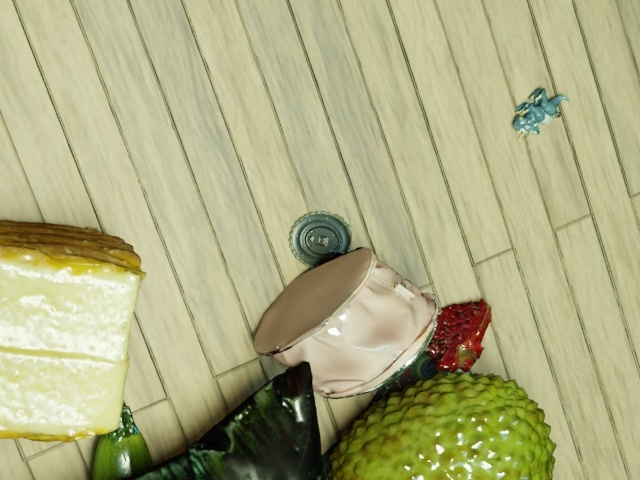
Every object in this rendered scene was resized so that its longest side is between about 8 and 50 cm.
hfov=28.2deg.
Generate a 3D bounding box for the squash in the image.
[{"bbox_3d":[-0.227,0.339,1.542,0.087,0.087,0.331,-12,100,-16],"label":"squash"}]

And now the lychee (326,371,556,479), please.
[{"bbox_3d":[0.139,0.300,1.551,0.270,0.270,0.320,36,80,-18],"label":"lychee"}]

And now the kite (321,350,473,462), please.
[{"bbox_3d":[0.089,0.258,1.672,0.285,0.015,0.152,-42,104,-12],"label":"kite"}]

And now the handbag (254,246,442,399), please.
[{"bbox_3d":[0.029,0.101,1.541,0.116,0.205,0.179,47,46,-19],"label":"handbag"}]

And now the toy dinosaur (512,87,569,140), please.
[{"bbox_3d":[0.288,-0.167,1.678,0.083,0.030,0.047,-46,108,-7],"label":"toy dinosaur"}]

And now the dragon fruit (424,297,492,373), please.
[{"bbox_3d":[0.178,0.138,1.634,0.097,0.131,0.063,-7,120,5],"label":"dragon fruit"}]

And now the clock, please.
[{"bbox_3d":[0.000,0.000,1.614,0.083,0.010,0.074,11,93,-19],"label":"clock"}]

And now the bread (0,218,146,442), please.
[{"bbox_3d":[-0.342,0.086,1.371,0.279,0.279,0.207,8,94,-19],"label":"bread"}]

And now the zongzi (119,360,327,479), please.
[{"bbox_3d":[-0.142,0.366,1.435,0.362,0.319,0.383,-14,102,-20],"label":"zongzi"}]
